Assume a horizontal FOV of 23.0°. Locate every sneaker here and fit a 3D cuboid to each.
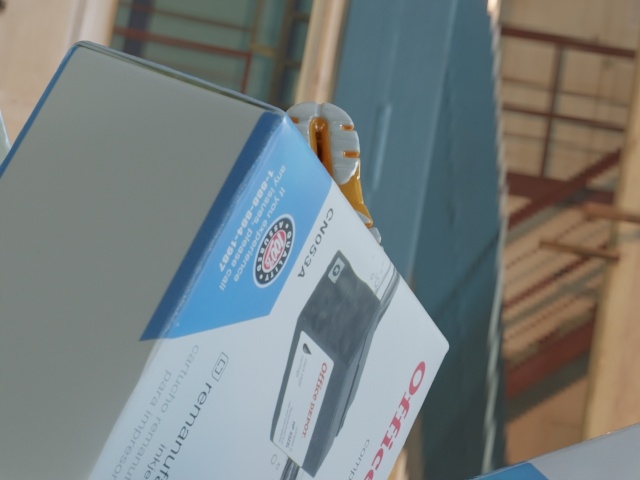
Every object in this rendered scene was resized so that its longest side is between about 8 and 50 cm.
[{"bbox_3d":[0.000,0.000,1.231,0.084,0.215,0.083,6,-28,-11],"label":"sneaker"}]

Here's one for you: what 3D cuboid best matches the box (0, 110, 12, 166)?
[{"bbox_3d":[-0.324,-0.008,1.111,0.232,0.148,0.127,-17,5,-13],"label":"box"}]

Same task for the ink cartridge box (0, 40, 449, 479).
[{"bbox_3d":[-0.066,0.078,0.813,0.129,0.223,0.307,20,-16,26],"label":"ink cartridge box"}]

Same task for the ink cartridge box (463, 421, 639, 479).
[{"bbox_3d":[0.188,0.197,0.644,0.270,0.198,0.197,-14,34,-27],"label":"ink cartridge box"}]
